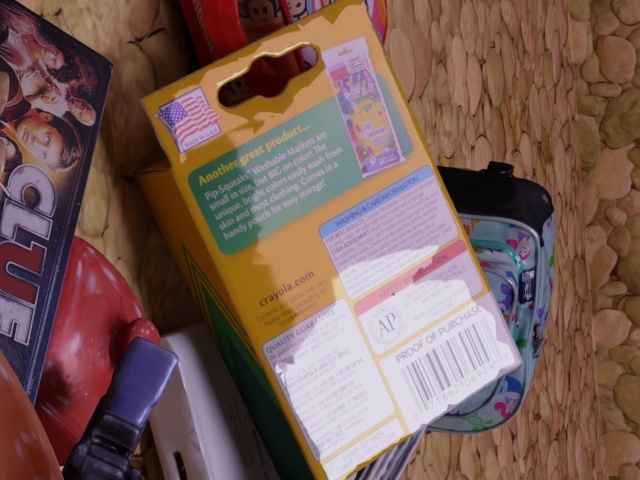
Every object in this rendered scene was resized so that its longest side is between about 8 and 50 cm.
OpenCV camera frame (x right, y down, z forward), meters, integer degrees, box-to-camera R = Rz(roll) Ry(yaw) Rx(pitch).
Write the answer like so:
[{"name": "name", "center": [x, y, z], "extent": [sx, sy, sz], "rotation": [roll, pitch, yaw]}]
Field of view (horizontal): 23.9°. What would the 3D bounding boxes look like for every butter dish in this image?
[{"name": "butter dish", "center": [-0.153, 0.065, 0.915], "extent": [0.160, 0.118, 0.160], "rotation": [59, 34, -51]}]

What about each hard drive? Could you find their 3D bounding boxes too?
[{"name": "hard drive", "center": [-0.045, 0.154, 1.251], "extent": [0.307, 0.040, 0.203], "rotation": [-17, 92, -69]}]

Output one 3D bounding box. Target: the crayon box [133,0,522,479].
[{"name": "crayon box", "center": [0.000, 0.000, 1.156], "extent": [0.203, 0.083, 0.323], "rotation": [-30, 103, -24]}]

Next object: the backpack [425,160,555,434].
[{"name": "backpack", "center": [0.110, 0.068, 1.459], "extent": [0.191, 0.225, 0.253], "rotation": [-63, 157, -53]}]

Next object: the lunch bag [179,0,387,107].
[{"name": "lunch bag", "center": [-0.040, -0.228, 1.238], "extent": [0.258, 0.120, 0.293], "rotation": [-66, 148, -48]}]

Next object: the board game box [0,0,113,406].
[{"name": "board game box", "center": [-0.207, -0.027, 0.810], "extent": [0.165, 0.042, 0.243], "rotation": [31, 56, -39]}]

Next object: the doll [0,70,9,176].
[{"name": "doll", "center": [-0.242, -0.081, 0.722], "extent": [0.189, 0.046, 0.129], "rotation": [17, 63, -39]}]

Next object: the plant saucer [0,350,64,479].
[{"name": "plant saucer", "center": [-0.181, 0.062, 0.676], "extent": [0.200, 0.037, 0.200], "rotation": [58, 1, -1]}]

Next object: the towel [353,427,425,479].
[{"name": "towel", "center": [0.001, 0.275, 1.232], "extent": [0.285, 0.034, 0.209], "rotation": [-65, 172, 28]}]

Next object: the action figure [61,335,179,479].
[{"name": "action figure", "center": [-0.103, 0.240, 0.849], "extent": [0.330, 0.178, 0.341], "rotation": [83, 31, -84]}]
